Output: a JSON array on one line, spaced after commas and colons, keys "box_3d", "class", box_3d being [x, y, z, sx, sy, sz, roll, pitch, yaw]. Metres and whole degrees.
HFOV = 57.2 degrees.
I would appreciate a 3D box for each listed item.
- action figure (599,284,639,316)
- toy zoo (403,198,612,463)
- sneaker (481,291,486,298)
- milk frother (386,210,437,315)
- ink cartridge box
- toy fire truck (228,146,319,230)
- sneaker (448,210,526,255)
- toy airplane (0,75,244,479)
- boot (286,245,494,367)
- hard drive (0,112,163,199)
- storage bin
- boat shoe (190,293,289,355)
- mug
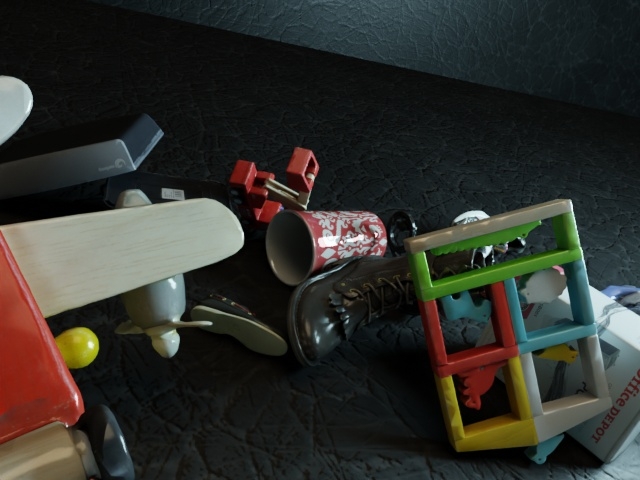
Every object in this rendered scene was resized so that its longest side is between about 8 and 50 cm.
[{"box_3d": [0.594, 0.156, 0.883, 0.330, 0.179, 0.341, -20, 20, -40], "class": "action figure"}, {"box_3d": [0.219, 0.117, 0.669, 0.192, 0.293, 0.030, -14, 6, -5], "class": "toy zoo"}, {"box_3d": [0.354, 0.082, 0.997, 0.175, 0.064, 0.067, 6, 20, -23], "class": "sneaker"}, {"box_3d": [0.170, 0.024, 0.920, 0.129, 0.143, 0.134, 32, 32, 34], "class": "milk frother"}, {"box_3d": [0.329, 0.149, 0.764, 0.092, 0.159, 0.218, -13, 40, -44], "class": "ink cartridge box"}, {"box_3d": [-0.068, -0.072, 0.904, 0.135, 0.192, 0.047, 11, 62, 12], "class": "toy fire truck"}, {"box_3d": [0.327, -0.008, 1.137, 0.178, 0.072, 0.077, -3, 44, -21], "class": "sneaker"}, {"box_3d": [-0.295, 0.062, 0.486, 0.386, 0.272, 0.385, 25, 59, -12], "class": "toy airplane"}, {"box_3d": [0.099, 0.059, 0.743, 0.228, 0.091, 0.263, -12, 19, 32], "class": "boot"}, {"box_3d": [-0.384, -0.130, 0.895, 0.254, 0.054, 0.172, -10, 28, 8], "class": "hard drive"}, {"box_3d": [-0.231, -0.036, 0.881, 0.180, 0.084, 0.122, 5, 31, -19], "class": "storage bin"}, {"box_3d": [-0.097, 0.104, 0.739, 0.133, 0.049, 0.042, 19, 37, 15], "class": "boat shoe"}, {"box_3d": [0.004, -0.007, 0.926, 0.169, 0.113, 0.150, -7, 38, -41], "class": "mug"}]
